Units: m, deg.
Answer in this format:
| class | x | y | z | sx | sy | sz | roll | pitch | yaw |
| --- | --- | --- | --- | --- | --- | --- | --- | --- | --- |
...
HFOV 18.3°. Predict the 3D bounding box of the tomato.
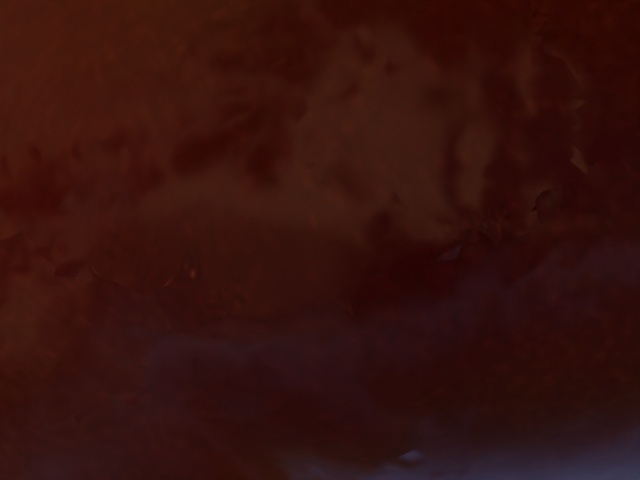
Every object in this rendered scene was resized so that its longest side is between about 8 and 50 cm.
| class | x | y | z | sx | sy | sz | roll | pitch | yaw |
| --- | --- | --- | --- | --- | --- | --- | --- | --- | --- |
| tomato | 0.000 | 0.000 | 0.463 | 0.298 | 0.298 | 0.226 | -30 | -126 | 17 |
